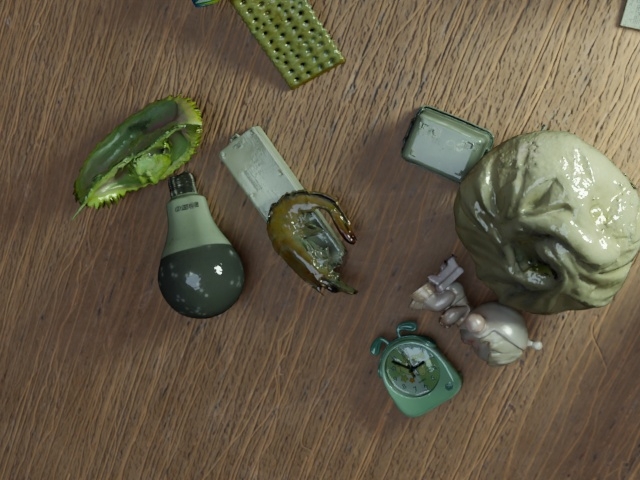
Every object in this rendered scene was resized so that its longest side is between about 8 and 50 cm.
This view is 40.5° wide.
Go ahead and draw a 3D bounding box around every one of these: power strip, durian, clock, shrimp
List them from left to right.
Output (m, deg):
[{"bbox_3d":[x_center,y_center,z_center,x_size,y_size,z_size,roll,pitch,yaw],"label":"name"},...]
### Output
[{"bbox_3d":[-0.389,-0.191,1.835,0.355,0.169,0.157,-34,92,17],"label":"durian"},{"bbox_3d":[-0.075,-0.073,1.838,0.106,0.043,0.367,-35,89,18],"label":"power strip"},{"bbox_3d":[0.000,0.000,1.784,0.253,0.058,0.173,39,98,7],"label":"shrimp"},{"bbox_3d":[0.197,0.264,1.817,0.148,0.060,0.188,-33,90,19],"label":"clock"}]

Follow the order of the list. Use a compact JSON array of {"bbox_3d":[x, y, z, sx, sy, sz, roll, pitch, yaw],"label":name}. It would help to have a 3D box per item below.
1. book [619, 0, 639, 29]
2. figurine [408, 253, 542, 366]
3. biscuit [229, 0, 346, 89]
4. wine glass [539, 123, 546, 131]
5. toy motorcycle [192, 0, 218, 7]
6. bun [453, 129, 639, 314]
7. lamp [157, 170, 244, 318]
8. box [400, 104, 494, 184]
[{"bbox_3d":[0.655,-0.437,1.587,0.181,0.014,0.127,16,104,12],"label":"book"},{"bbox_3d":[0.310,0.151,1.707,0.256,0.182,0.144,42,64,7],"label":"figurine"},{"bbox_3d":[-0.063,-0.418,1.728,0.139,0.016,0.231,-25,122,19],"label":"biscuit"},{"bbox_3d":[0.482,-0.119,1.647,0.222,0.103,0.103,37,107,8],"label":"wine glass"},{"bbox_3d":[-0.145,-0.542,1.711,0.254,0.135,0.092,-28,128,5],"label":"toy motorcycle"},{"bbox_3d":[0.403,-0.012,1.569,0.359,0.211,0.360,23,138,22],"label":"bun"},{"bbox_3d":[-0.283,0.017,1.844,0.182,0.182,0.314,-29,86,18],"label":"lamp"},{"bbox_3d":[0.244,-0.183,1.704,0.172,0.093,0.124,23,106,10],"label":"box"}]
